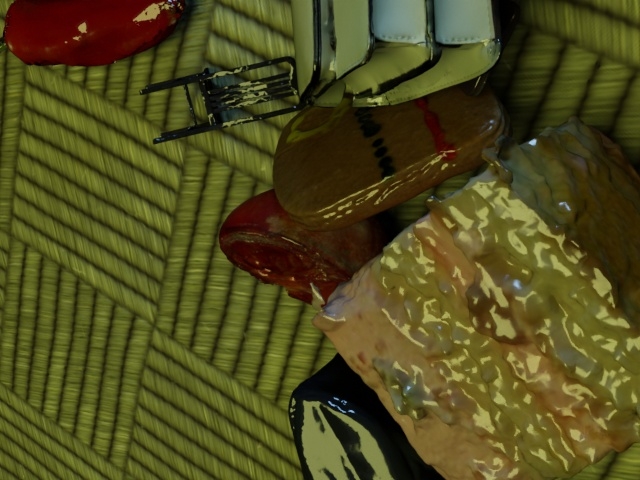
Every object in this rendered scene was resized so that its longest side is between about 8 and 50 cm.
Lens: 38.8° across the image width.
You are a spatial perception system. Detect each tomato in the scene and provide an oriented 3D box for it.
[{"bbox_3d":[0.000,0.000,1.146,0.233,0.139,0.200,33,159,-21],"label":"tomato"}]

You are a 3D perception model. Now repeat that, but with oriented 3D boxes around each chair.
[{"bbox_3d":[-0.124,-0.192,1.211,0.213,0.101,0.084,-14,104,-1],"label":"chair"}]

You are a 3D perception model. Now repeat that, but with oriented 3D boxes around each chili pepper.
[{"bbox_3d":[-0.341,-0.300,1.282,0.388,0.110,0.110,3,110,32],"label":"chili pepper"}]

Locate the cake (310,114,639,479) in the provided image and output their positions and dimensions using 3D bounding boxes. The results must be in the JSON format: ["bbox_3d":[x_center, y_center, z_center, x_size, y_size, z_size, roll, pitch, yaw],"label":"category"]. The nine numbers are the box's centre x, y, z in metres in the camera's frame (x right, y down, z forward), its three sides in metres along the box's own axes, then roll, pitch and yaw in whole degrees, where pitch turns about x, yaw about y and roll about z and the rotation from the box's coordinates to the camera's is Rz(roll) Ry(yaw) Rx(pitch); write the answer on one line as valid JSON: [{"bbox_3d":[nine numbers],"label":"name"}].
[{"bbox_3d":[0.225,0.073,0.945,0.314,0.293,0.307,54,131,9],"label":"cake"}]

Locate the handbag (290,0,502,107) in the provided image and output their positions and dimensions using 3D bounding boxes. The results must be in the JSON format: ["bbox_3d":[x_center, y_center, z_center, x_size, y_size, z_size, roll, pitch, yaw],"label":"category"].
[{"bbox_3d":[0.047,-0.325,0.901,0.237,0.160,0.358,174,93,-72],"label":"handbag"}]

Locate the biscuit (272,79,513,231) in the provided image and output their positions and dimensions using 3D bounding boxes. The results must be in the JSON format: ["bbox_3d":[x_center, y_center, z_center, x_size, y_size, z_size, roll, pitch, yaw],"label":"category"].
[{"bbox_3d":[0.068,-0.128,1.030,0.277,0.262,0.052,-23,123,16],"label":"biscuit"}]

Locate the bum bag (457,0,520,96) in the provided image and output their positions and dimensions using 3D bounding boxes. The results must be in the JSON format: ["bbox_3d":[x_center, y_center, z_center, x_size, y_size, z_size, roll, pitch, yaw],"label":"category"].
[{"bbox_3d":[0.157,-0.228,0.975,0.109,0.026,0.159,-64,32,25],"label":"bum bag"}]

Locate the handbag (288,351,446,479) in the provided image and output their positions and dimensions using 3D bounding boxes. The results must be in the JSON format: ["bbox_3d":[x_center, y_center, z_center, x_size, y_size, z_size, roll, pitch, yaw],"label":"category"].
[{"bbox_3d":[0.101,0.246,1.096,0.178,0.302,0.275,-10,94,21],"label":"handbag"}]
